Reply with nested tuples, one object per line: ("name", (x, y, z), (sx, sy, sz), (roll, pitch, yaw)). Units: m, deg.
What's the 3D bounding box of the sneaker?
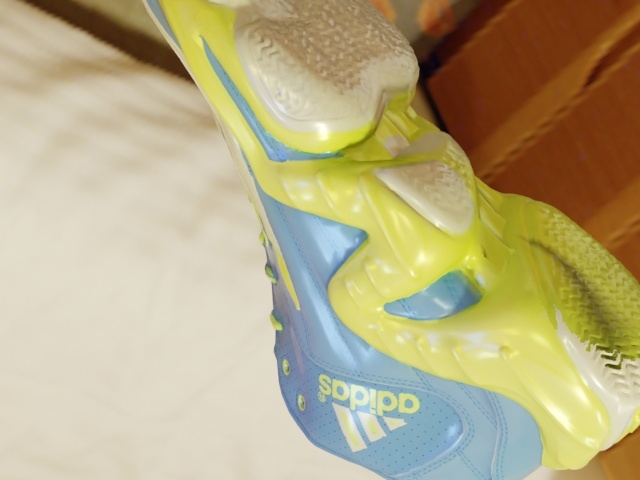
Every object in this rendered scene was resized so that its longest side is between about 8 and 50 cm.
("sneaker", (0.000, 0.000, 0.518), (0.091, 0.240, 0.126), (-18, 151, -53))
